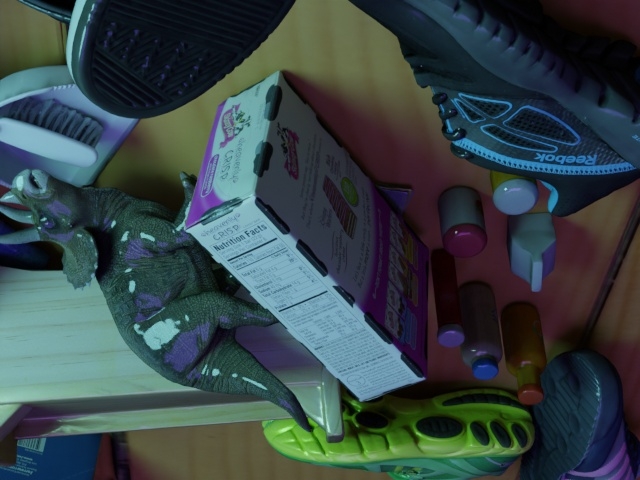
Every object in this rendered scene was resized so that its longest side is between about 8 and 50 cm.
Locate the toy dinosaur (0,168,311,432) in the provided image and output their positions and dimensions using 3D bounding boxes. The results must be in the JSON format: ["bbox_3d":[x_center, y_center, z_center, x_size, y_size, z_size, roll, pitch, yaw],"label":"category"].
[{"bbox_3d":[-0.122,0.042,0.853,0.160,0.121,0.313,-36,100,10],"label":"toy dinosaur"}]

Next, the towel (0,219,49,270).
[{"bbox_3d":[-0.314,-0.002,0.926,0.067,0.029,0.119,-29,127,27],"label":"towel"}]

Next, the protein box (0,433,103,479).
[{"bbox_3d":[-0.371,0.302,1.110,0.200,0.201,0.136,21,132,-19],"label":"protein box"}]

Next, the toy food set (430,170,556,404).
[{"bbox_3d":[0.159,0.045,0.911,0.111,0.104,0.232,-3,135,4],"label":"toy food set"}]

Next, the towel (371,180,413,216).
[{"bbox_3d":[0.045,-0.023,0.913,0.060,0.009,0.083,11,134,-10],"label":"towel"}]

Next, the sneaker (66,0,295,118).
[{"bbox_3d":[-0.077,-0.226,0.582,0.124,0.178,0.295,28,99,-42],"label":"sneaker"}]

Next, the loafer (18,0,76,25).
[{"bbox_3d":[-0.229,-0.213,0.677,0.223,0.078,0.076,25,130,-22],"label":"loafer"}]

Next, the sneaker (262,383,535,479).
[{"bbox_3d":[0.082,0.225,1.092,0.296,0.109,0.123,5,131,-4],"label":"sneaker"}]

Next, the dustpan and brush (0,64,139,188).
[{"bbox_3d":[-0.243,-0.089,0.779,0.211,0.060,0.147,16,135,-35],"label":"dustpan and brush"}]

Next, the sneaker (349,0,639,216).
[{"bbox_3d":[0.120,-0.119,0.735,0.341,0.125,0.140,29,130,-24],"label":"sneaker"}]

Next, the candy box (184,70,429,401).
[{"bbox_3d":[0.000,0.000,0.820,0.071,0.159,0.233,-24,125,26],"label":"candy box"}]

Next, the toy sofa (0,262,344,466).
[{"bbox_3d":[-0.154,0.115,0.958,0.363,0.177,0.150,-4,165,-1],"label":"toy sofa"}]

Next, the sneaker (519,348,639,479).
[{"bbox_3d":[0.304,0.219,1.103,0.131,0.112,0.319,-12,139,-10],"label":"sneaker"}]
